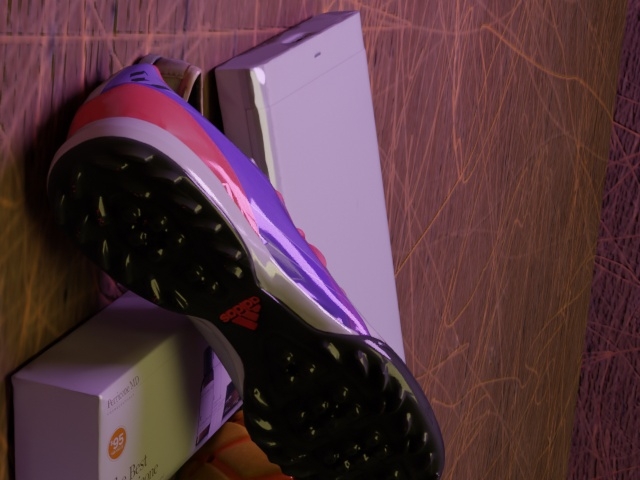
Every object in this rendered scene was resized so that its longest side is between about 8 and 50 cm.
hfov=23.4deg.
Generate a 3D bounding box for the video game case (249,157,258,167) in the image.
[{"bbox_3d":[-0.032,0.019,1.010,0.087,0.011,0.122,-77,148,-42],"label":"video game case"}]

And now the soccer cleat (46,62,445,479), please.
[{"bbox_3d":[-0.028,0.030,0.904,0.318,0.108,0.116,48,28,-25],"label":"soccer cleat"}]

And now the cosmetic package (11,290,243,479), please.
[{"bbox_3d":[-0.102,0.086,0.942,0.239,0.060,0.099,-42,137,-62],"label":"cosmetic package"}]

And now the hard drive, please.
[{"bbox_3d":[0.000,0.000,1.151,0.203,0.040,0.307,-40,126,-60],"label":"hard drive"}]

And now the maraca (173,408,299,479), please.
[{"bbox_3d":[-0.040,0.174,0.993,0.185,0.127,0.099,-59,149,-51],"label":"maraca"}]

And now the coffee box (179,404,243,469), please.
[{"bbox_3d":[-0.041,0.149,1.161,0.184,0.040,0.113,-59,144,-48],"label":"coffee box"}]

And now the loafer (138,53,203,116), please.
[{"bbox_3d":[-0.086,-0.056,0.954,0.045,0.039,0.125,-62,153,-46],"label":"loafer"}]
